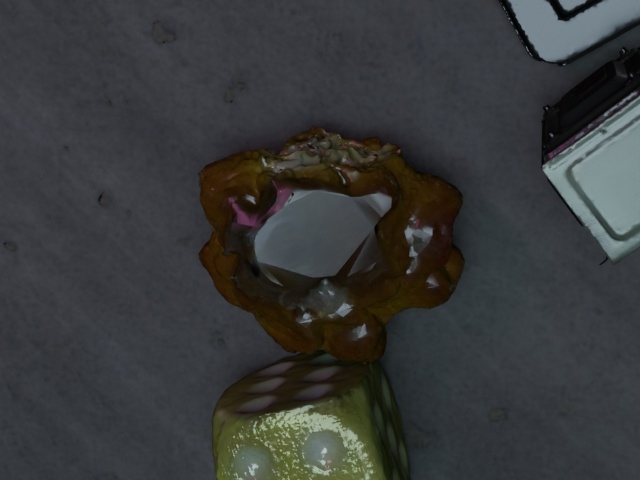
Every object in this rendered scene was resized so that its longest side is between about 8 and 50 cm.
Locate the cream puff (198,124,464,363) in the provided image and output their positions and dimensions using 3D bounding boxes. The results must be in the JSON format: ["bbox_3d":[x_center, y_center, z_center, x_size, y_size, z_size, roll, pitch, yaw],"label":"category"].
[{"bbox_3d":[0.000,0.000,1.492,0.269,0.155,0.241,34,108,-4],"label":"cream puff"}]

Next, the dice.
[{"bbox_3d":[-0.007,0.216,1.546,0.166,0.169,0.169,-13,104,11],"label":"dice"}]

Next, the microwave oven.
[{"bbox_3d":[0.283,-0.093,1.398,0.163,0.205,0.129,-35,98,15],"label":"microwave oven"}]

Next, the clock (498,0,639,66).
[{"bbox_3d":[0.260,-0.334,1.415,0.279,0.049,0.273,-29,99,15],"label":"clock"}]
